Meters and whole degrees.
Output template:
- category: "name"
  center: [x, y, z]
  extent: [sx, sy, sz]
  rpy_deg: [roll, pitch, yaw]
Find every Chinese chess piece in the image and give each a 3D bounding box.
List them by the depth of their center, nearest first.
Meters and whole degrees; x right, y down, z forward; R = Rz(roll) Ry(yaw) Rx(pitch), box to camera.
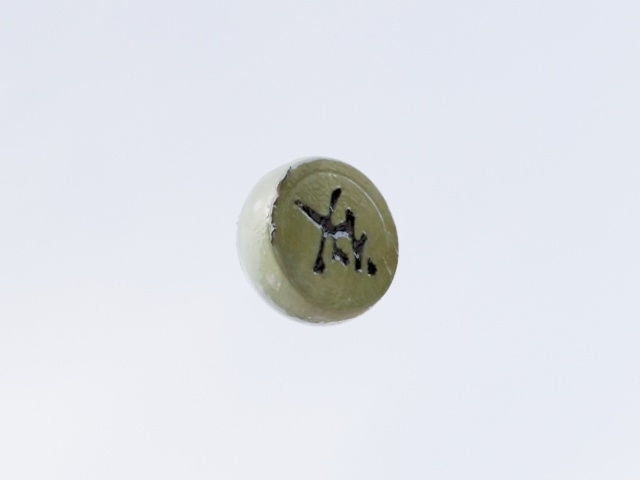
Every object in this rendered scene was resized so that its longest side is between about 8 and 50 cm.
- category: "Chinese chess piece"
  center: [0.000, 0.000, 1.016]
  extent: [0.188, 0.188, 0.083]
  rpy_deg: [2, -17, -36]
